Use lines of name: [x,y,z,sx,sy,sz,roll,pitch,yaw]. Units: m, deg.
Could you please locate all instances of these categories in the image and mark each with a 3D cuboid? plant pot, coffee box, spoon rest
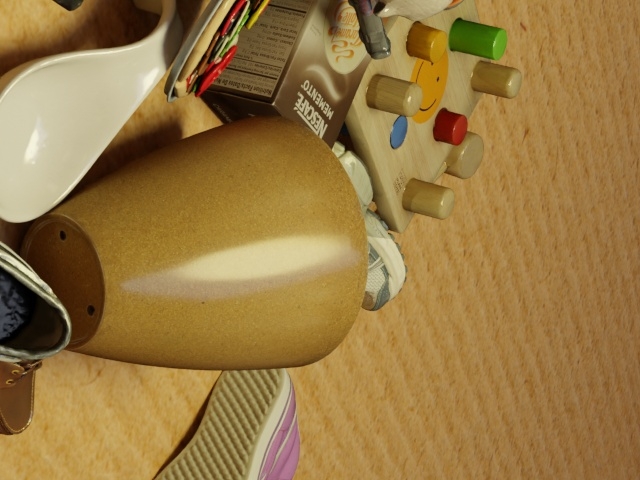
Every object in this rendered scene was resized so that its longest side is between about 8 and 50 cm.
plant pot: [-0.128,0.020,1.652,0.254,0.237,0.237,-12,116,-45]
coffee box: [-0.013,-0.218,1.841,0.141,0.098,0.246,45,65,-58]
spoon rest: [-0.197,-0.129,1.561,0.276,0.084,0.137,-55,148,-33]

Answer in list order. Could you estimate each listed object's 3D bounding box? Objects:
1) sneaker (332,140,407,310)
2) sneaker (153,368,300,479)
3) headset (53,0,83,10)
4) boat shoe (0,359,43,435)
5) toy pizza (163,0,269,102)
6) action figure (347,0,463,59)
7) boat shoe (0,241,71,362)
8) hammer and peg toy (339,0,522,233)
sneaker: [0.000,0.000,2.017,0.122,0.110,0.283,-45,143,-14]
sneaker: [-0.094,0.271,1.964,0.282,0.102,0.161,-57,152,-30]
headset: [-0.192,-0.357,1.331,0.243,0.185,0.394,36,62,-61]
boat shoe: [-0.265,0.096,1.580,0.064,0.060,0.178,-44,141,-45]
toy pizza: [-0.072,-0.200,1.648,0.201,0.032,0.201,-56,180,0]
action figure: [0.082,-0.342,1.668,0.341,0.179,0.330,68,22,-54]
boat shoe: [-0.305,0.011,1.315,0.306,0.105,0.113,37,82,-39]
hammer and peg toy: [0.121,-0.138,2.108,0.266,0.127,0.361,-59,150,-27]
